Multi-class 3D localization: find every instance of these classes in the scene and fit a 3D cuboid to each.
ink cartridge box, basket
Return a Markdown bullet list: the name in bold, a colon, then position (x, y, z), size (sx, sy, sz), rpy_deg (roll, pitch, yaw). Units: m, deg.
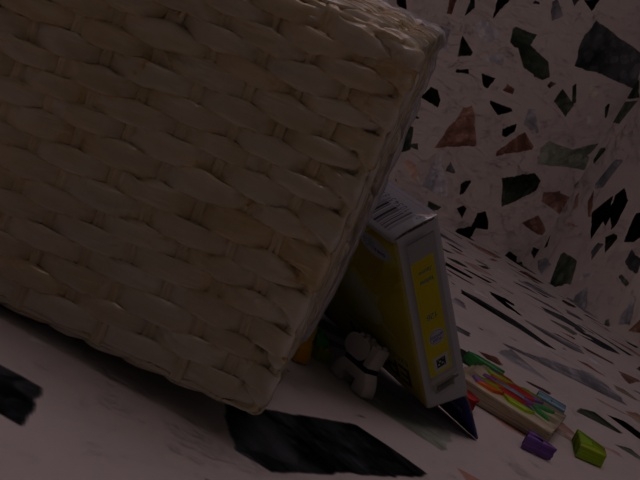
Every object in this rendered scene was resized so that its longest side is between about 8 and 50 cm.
- **ink cartridge box**: position (0.044, 0.047, 1.136), size (0.072, 0.307, 0.303), rpy_deg (-26, 36, -21)
- **basket**: position (-0.109, -0.089, 0.838), size (0.331, 0.328, 0.266), rpy_deg (25, 13, 3)

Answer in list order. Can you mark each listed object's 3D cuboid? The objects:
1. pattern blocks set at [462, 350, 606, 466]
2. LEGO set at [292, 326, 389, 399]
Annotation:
- **pattern blocks set**: position (0.247, 0.208, 1.345), size (0.285, 0.026, 0.325), rpy_deg (29, 8, 2)
- **LEGO set**: position (-0.016, 0.066, 1.097), size (0.087, 0.093, 0.227), rpy_deg (21, 12, -44)
